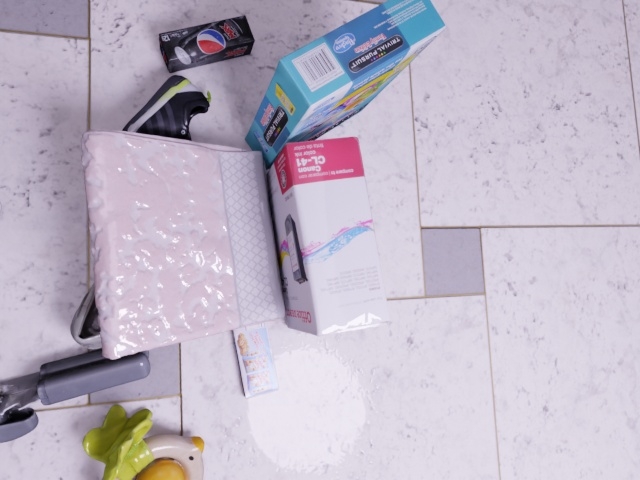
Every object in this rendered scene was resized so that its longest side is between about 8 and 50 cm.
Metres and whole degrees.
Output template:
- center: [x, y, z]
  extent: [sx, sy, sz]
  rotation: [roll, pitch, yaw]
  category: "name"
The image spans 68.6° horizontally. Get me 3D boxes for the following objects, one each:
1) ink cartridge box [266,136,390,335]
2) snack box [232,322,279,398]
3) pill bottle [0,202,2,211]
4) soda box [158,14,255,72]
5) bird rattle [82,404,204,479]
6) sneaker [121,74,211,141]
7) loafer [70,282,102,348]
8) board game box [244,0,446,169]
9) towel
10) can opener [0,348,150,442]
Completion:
- center: [0.000, 0.000, 0.823]
  extent: [0.131, 0.226, 0.306]
  rotation: [-7, 85, -17]
  category: "ink cartridge box"
- center: [-0.125, 0.196, 0.869]
  extent: [0.064, 0.022, 0.178]
  rotation: [-10, 87, -19]
  category: "snack box"
- center: [-0.652, -0.167, 0.647]
  extent: [0.224, 0.224, 0.392]
  rotation: [-35, 95, -17]
  category: "pill bottle"
- center: [-0.214, -0.371, 0.886]
  extent: [0.169, 0.060, 0.053]
  rotation: [-22, 91, -18]
  category: "soda box"
- center: [-0.289, 0.403, 0.749]
  extent: [0.207, 0.143, 0.253]
  rotation: [11, 84, -32]
  category: "bird rattle"
- center: [-0.278, -0.192, 0.835]
  extent: [0.097, 0.084, 0.235]
  rotation: [35, 75, -11]
  category: "sneaker"
- center: [-0.289, 0.043, 0.790]
  extent: [0.112, 0.111, 0.319]
  rotation: [36, 75, -10]
  category: "loafer"
- center: [0.018, -0.253, 0.798]
  extent: [0.254, 0.336, 0.079]
  rotation: [-35, 94, -17]
  category: "board game box"
- center: [-0.208, -0.004, 0.770]
  extent: [0.317, 0.053, 0.332]
  rotation: [-4, 84, -42]
  category: "towel"
- center: [-0.421, 0.246, 0.763]
  extent: [0.283, 0.076, 0.095]
  rotation: [-12, 120, -18]
  category: "can opener"
